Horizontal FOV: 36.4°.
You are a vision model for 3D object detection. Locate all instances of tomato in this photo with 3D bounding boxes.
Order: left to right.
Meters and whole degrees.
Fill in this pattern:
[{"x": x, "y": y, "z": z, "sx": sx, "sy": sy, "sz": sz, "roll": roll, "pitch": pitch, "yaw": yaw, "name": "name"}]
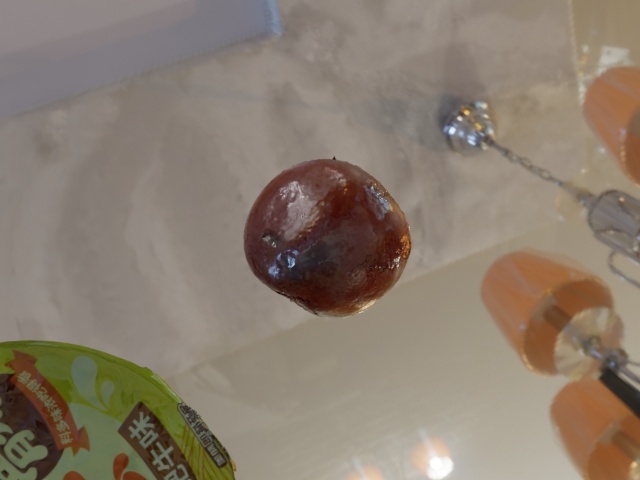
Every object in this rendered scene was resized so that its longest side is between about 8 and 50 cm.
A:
[{"x": 0.000, "y": 0.000, "z": 1.080, "sx": 0.189, "sy": 0.099, "sz": 0.173, "roll": 39, "pitch": -73, "yaw": 6, "name": "tomato"}]

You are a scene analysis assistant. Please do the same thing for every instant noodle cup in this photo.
[{"x": -0.234, "y": 0.250, "z": 0.748, "sx": 0.311, "sy": 0.311, "sz": 0.221, "roll": 7, "pitch": -26, "yaw": -25, "name": "instant noodle cup"}]
